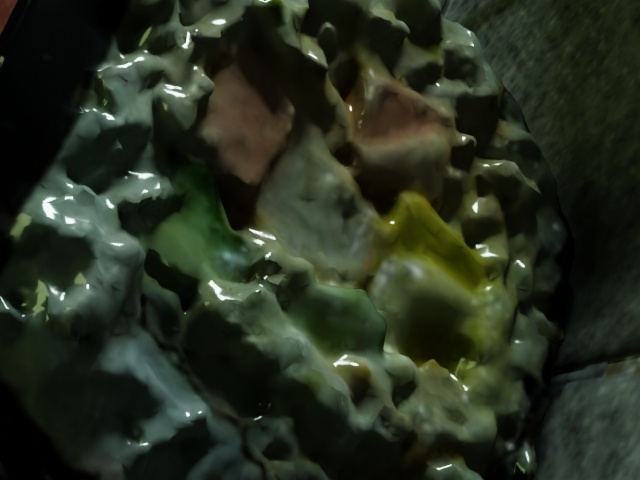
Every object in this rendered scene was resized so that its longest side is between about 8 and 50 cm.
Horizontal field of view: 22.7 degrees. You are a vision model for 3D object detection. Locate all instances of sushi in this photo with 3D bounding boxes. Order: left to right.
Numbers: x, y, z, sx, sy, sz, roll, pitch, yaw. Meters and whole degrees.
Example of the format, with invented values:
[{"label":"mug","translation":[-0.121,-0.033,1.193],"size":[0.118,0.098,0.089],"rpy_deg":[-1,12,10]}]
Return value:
[{"label":"sushi","translation":[-0.072,0.032,0.789],"size":[0.285,0.328,0.328],"rpy_deg":[-16,48,51]}]

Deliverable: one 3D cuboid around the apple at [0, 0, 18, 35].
[{"label":"apple","translation":[-0.121,-0.240,1.308],"size":[0.345,0.344,0.269],"rpy_deg":[-54,-16,5]}]
